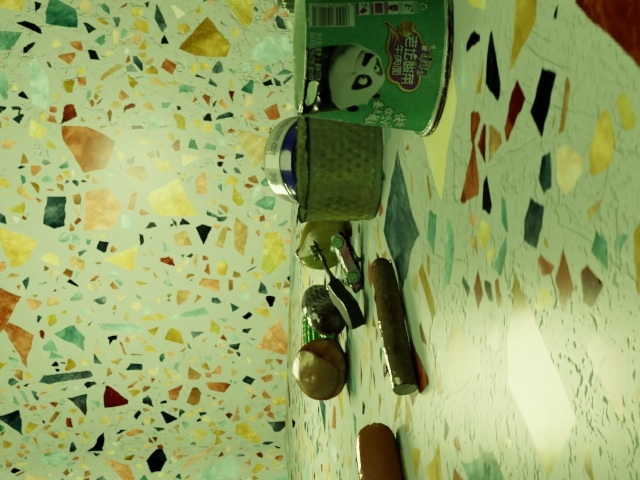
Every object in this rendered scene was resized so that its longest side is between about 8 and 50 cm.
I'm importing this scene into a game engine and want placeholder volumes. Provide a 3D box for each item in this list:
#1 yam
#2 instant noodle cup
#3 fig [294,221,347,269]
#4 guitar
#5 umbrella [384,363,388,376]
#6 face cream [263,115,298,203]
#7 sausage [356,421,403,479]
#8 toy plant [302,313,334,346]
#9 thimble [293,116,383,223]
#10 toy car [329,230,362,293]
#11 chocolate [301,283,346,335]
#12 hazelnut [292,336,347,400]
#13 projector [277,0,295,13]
[{"bbox_3d":[0.117,0.131,1.242,0.046,0.046,0.264,97,169,-48],"label":"yam"},{"bbox_3d":[0.060,-0.272,1.076,0.251,0.190,0.251,180,90,-83],"label":"instant noodle cup"},{"bbox_3d":[0.012,0.000,1.860,0.136,0.120,0.153,92,-161,-66],"label":"fig"},{"bbox_3d":[0.026,0.090,1.690,0.271,0.038,0.084,-123,13,-46],"label":"guitar"},{"bbox_3d":[0.120,0.214,1.334,0.022,0.022,0.149,-45,-20,-30],"label":"umbrella"},{"bbox_3d":[-0.032,-0.185,1.752,0.111,0.205,0.206,9,102,44],"label":"face cream"},{"bbox_3d":[0.102,0.397,1.265,0.198,0.076,0.076,-100,11,-47],"label":"sausage"},{"bbox_3d":[0.000,0.286,2.095,0.155,0.088,0.240,121,144,-48],"label":"toy plant"},{"bbox_3d":[0.030,-0.166,1.520,0.271,0.149,0.271,179,90,-83],"label":"thimble"},{"bbox_3d":[0.061,0.046,1.667,0.069,0.055,0.142,104,143,-77],"label":"toy car"},{"bbox_3d":[0.008,0.177,1.945,0.248,0.110,0.110,-127,37,-74],"label":"chocolate"},{"bbox_3d":[0.011,0.316,1.876,0.150,0.150,0.151,180,90,-83],"label":"hazelnut"},{"bbox_3d":[-0.001,-0.533,1.589,0.257,0.191,0.099,-106,17,-65],"label":"projector"}]
